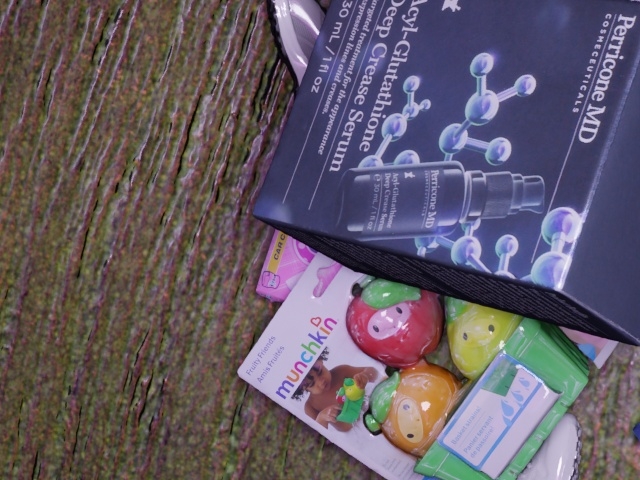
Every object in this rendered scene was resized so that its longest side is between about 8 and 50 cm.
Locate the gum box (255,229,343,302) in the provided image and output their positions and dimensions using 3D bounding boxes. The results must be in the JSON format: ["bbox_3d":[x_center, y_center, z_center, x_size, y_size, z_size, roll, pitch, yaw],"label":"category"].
[{"bbox_3d":[0.000,0.000,1.858,0.107,0.062,0.188,19,96,10],"label":"gum box"}]

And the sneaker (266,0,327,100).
[{"bbox_3d":[0.001,-0.239,1.841,0.108,0.100,0.271,-19,92,-2],"label":"sneaker"}]

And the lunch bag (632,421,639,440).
[{"bbox_3d":[0.423,0.234,1.767,0.067,0.098,0.065,37,103,-23],"label":"lunch bag"}]

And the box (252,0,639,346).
[{"bbox_3d":[0.174,-0.092,1.550,0.396,0.212,0.293,14,81,38],"label":"box"}]

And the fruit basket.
[{"bbox_3d":[0.126,0.135,1.766,0.353,0.165,0.327,34,102,-2],"label":"fruit basket"}]

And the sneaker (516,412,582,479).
[{"bbox_3d":[0.259,0.319,1.811,0.095,0.090,0.235,15,93,21],"label":"sneaker"}]
